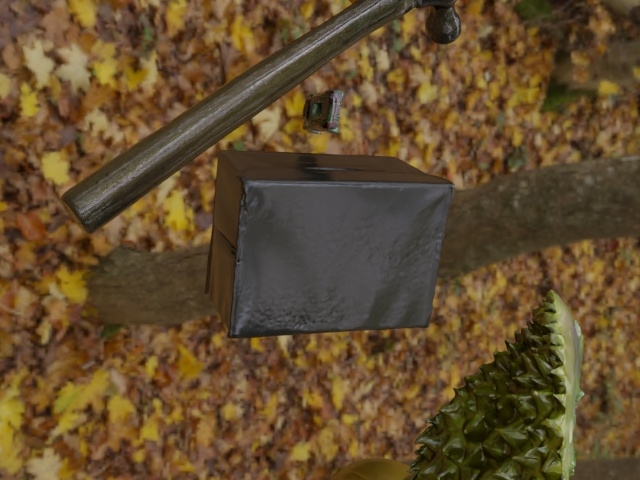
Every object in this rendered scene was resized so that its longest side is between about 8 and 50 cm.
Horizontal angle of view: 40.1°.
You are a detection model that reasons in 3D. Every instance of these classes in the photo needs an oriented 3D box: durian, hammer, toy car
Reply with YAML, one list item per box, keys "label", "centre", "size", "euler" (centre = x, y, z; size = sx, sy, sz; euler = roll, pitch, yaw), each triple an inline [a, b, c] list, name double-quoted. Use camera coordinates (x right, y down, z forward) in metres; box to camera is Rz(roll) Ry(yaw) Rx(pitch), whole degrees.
- label: "durian"
  centre: [0.179, 0.222, 0.757]
  size: [0.169, 0.158, 0.352]
  euler: [-28, 134, -25]
- label: "hammer"
  centre: [-0.039, -0.145, 0.797]
  size: [0.440, 0.044, 0.168]
  euler: [-38, 145, -14]
- label: "toy car"
  centre: [-0.002, -0.214, 1.455]
  size: [0.142, 0.055, 0.069]
  euler: [-165, -97, -69]

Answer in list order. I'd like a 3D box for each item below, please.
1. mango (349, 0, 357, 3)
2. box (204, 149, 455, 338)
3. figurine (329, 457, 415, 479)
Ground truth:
- label: "mango"
  centre: [0.147, -0.501, 1.546]
  size: [0.154, 0.252, 0.126]
  euler: [39, 27, -27]
- label: "box"
  centre: [0.000, 0.000, 1.406]
  size: [0.204, 0.345, 0.251]
  euler: [-141, -126, -63]
- label: "figurine"
  centre: [0.093, 0.416, 1.172]
  size: [0.192, 0.167, 0.256]
  euler: [-29, 97, -51]
